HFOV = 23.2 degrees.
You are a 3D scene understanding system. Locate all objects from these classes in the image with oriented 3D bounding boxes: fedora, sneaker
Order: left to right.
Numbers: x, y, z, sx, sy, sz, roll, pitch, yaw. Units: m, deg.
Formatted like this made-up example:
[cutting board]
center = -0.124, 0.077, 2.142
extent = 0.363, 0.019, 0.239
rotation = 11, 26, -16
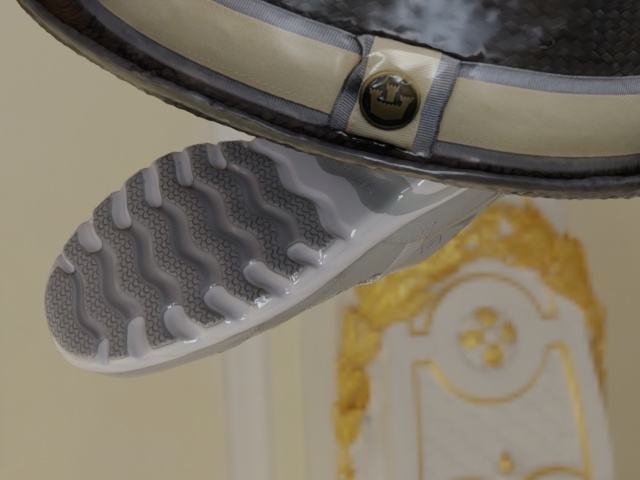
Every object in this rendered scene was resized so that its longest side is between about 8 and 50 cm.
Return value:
[sneaker]
center = 0.000, 0.000, 0.783
extent = 0.281, 0.105, 0.115
rotation = -26, 149, -4
[fedora]
center = 0.041, -0.148, 0.618
extent = 0.334, 0.153, 0.334
rotation = 11, -152, -6
